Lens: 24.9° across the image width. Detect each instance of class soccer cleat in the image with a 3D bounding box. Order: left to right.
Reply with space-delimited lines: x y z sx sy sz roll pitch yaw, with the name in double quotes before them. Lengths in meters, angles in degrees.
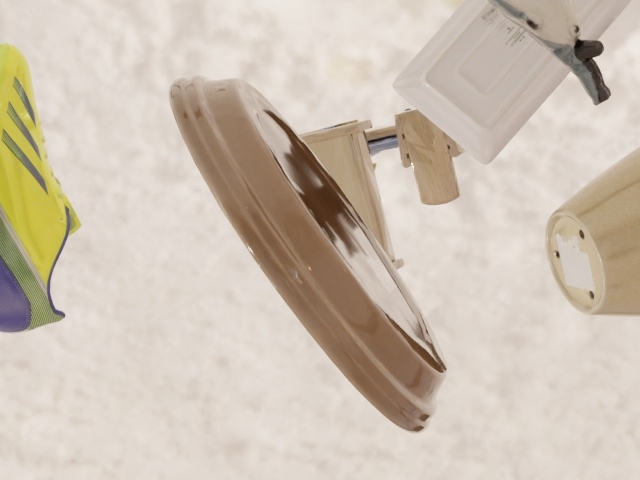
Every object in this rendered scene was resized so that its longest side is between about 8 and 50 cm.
"soccer cleat" -0.300 -0.051 1.453 0.121 0.289 0.093 2 180 -22

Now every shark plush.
"shark plush" 0.136 -0.158 0.924 0.161 0.073 0.067 36 170 -12

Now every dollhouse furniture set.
"dollhouse furniture set" 0.113 -0.079 1.990 0.286 0.198 0.303 -11 -174 26

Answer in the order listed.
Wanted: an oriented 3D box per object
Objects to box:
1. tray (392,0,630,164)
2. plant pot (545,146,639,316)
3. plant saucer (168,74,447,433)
"tray" 0.220 -0.231 1.628 0.270 0.145 0.030 -49 172 -4
"plant pot" 0.412 -0.012 1.693 0.274 0.256 0.256 -18 147 -18
"plant saucer" 0.000 0.000 0.937 0.041 0.278 0.278 -35 143 7
